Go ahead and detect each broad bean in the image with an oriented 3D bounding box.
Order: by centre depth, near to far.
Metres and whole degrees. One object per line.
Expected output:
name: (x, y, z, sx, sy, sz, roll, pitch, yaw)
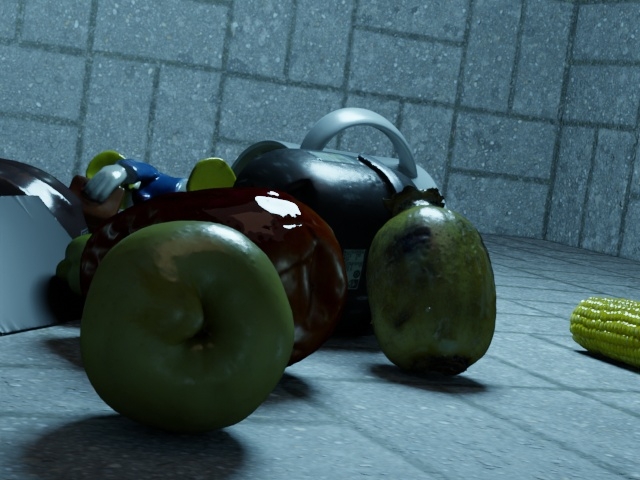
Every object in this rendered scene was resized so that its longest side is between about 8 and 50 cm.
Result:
broad bean: (-0.240, 0.034, 1.664, 0.174, 0.082, 0.124, 4, -8, -20)

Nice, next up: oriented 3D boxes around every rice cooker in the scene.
rice cooker: (0.000, 0.000, 1.792, 0.224, 0.267, 0.267, 3, 7, -34)

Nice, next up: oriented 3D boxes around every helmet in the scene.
helmet: (-0.436, -0.025, 1.856, 0.305, 0.177, 0.225, 6, 3, -6)

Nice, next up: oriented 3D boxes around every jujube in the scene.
jujube: (-0.122, 0.041, 1.471, 0.318, 0.223, 0.223, 2, 0, 40)

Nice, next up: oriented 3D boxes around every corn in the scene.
corn: (0.446, 0.133, 1.853, 0.093, 0.093, 0.244, 5, 3, -31)

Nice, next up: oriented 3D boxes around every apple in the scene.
apple: (-0.113, 0.075, 1.142, 0.200, 0.200, 0.200, 7, 5, -1)

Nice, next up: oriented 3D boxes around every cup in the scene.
cup: (0.046, -0.063, 2.151, 0.327, 0.323, 0.237, 6, 32, -40)

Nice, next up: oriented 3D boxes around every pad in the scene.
pad: (-0.364, 0.022, 1.622, 0.202, 0.005, 0.300, 51, 16, 9)

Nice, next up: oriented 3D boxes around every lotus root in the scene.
lotus root: (0.130, 0.034, 1.609, 0.154, 0.278, 0.154, -3, -32, -2)

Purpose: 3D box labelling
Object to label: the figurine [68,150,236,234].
figurine: (-0.275, -0.044, 2.084, 0.283, 0.204, 0.338, -11, 17, -23)
